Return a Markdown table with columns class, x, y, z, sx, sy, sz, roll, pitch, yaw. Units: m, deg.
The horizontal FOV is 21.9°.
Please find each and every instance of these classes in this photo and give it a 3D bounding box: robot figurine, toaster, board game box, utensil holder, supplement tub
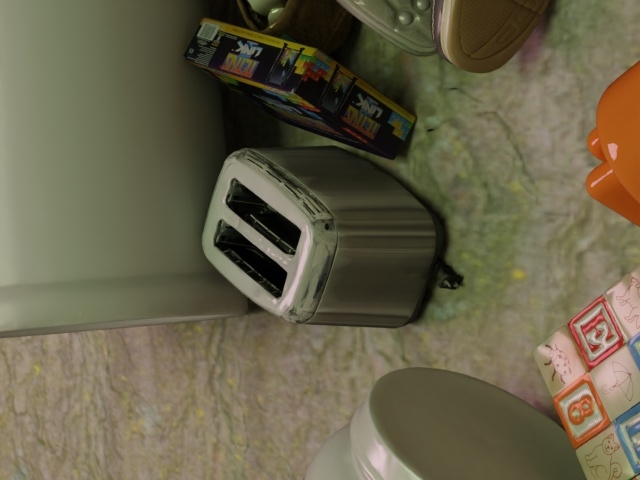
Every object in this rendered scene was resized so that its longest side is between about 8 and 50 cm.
| class | x | y | z | sx | sy | sz | roll | pitch | yaw |
| --- | --- | --- | --- | --- | --- | --- | --- | --- | --- |
| robot figurine | 0.279 | -0.094 | 1.142 | 0.219 | 0.158 | 0.128 | -39 | 82 | 43 |
| toaster | 0.000 | 0.000 | 1.457 | 0.227 | 0.146 | 0.129 | 39 | 119 | 43 |
| board game box | -0.021 | -0.137 | 1.485 | 0.170 | 0.141 | 0.048 | 23 | 83 | 49 |
| utensil holder | -0.248 | -0.105 | 1.590 | 0.327 | 0.327 | 0.385 | -8 | 86 | 50 |
| supplement tub | 0.067 | 0.282 | 1.308 | 0.228 | 0.228 | 0.316 | 46 | 123 | 40 |

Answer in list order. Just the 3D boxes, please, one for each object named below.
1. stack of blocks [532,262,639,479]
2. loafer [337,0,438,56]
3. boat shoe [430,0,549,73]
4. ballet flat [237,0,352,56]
| class | x | y | z | sx | sy | sz | roll | pitch | yaw |
| --- | --- | --- | --- | --- | --- | --- | --- | --- | --- |
| stack of blocks | 0.285 | 0.162 | 1.158 | 0.171 | 0.087 | 0.297 | -44 | 57 | 40 |
| loafer | 0.011 | -0.288 | 1.448 | 0.112 | 0.111 | 0.319 | -38 | 82 | -2 |
| boat shoe | 0.141 | -0.278 | 1.337 | 0.092 | 0.103 | 0.285 | 21 | 101 | 54 |
| ballet flat | -0.082 | -0.317 | 1.542 | 0.116 | 0.124 | 0.342 | -32 | 73 | 31 |
